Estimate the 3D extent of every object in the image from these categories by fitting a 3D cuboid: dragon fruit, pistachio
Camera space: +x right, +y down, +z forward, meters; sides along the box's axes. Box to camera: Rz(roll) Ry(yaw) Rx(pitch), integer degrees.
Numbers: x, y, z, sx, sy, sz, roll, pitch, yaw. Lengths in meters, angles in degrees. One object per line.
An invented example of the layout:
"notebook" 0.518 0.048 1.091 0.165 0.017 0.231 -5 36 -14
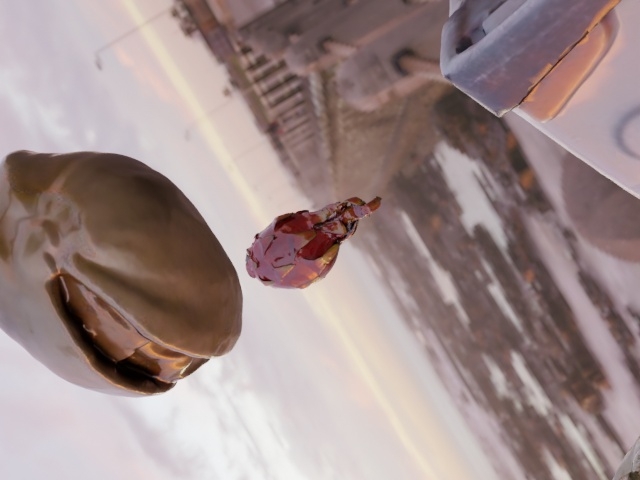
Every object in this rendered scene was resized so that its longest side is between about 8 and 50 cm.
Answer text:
"dragon fruit" 0.000 0.000 1.388 0.094 0.190 0.094 42 -146 -38
"pistachio" -0.098 0.018 0.568 0.113 0.113 0.149 60 -175 39

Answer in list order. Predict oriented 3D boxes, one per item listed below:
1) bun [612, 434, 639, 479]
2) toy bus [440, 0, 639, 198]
"bun" 0.273 0.228 0.914 0.178 0.127 0.193 -64 -35 -52
"toy bus" 0.195 -0.202 0.515 0.249 0.209 0.440 33 -139 -23
